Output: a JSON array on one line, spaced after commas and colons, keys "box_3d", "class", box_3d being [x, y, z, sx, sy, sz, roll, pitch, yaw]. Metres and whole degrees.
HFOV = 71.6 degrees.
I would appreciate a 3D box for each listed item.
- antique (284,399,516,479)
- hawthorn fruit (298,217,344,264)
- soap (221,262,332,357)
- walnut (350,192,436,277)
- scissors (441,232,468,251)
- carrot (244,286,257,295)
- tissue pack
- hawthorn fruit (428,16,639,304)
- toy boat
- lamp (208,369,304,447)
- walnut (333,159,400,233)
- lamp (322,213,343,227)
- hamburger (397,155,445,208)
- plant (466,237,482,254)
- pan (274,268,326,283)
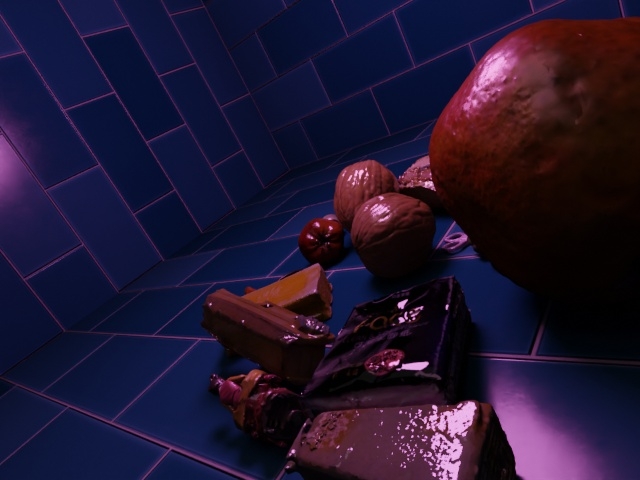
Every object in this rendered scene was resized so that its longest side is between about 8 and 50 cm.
[{"box_3d": [0.086, 0.296, 0.575, 0.284, 0.125, 0.150, -14, 22, 36], "class": "antique"}, {"box_3d": [0.000, 0.000, 1.496, 0.163, 0.162, 0.203, -29, 7, -4], "class": "hawthorn fruit"}, {"box_3d": [-0.124, 0.189, 1.231, 0.315, 0.091, 0.199, -24, 20, 12], "class": "soap"}, {"box_3d": [0.193, -0.017, 1.157, 0.228, 0.228, 0.228, -25, 18, 9], "class": "walnut"}, {"box_3d": [0.403, -0.009, 1.135, 0.189, 0.015, 0.100, -16, 19, 30], "class": "scissors"}, {"box_3d": [-0.218, 0.182, 1.450, 0.057, 0.057, 0.224, -34, 16, -18], "class": "carrot"}, {"box_3d": [0.124, 0.187, 0.771, 0.245, 0.123, 0.332, -16, 12, 27], "class": "tissue pack"}, {"box_3d": [0.419, -0.110, 0.745, 0.472, 0.471, 0.471, -25, 18, 9], "class": "hawthorn fruit"}, {"box_3d": [-0.128, 0.194, 1.011, 0.162, 0.135, 0.446, -5, 12, -43], "class": "toy boat"}, {"box_3d": [-0.131, 0.315, 0.871, 0.118, 0.118, 0.253, -40, 18, -33], "class": "lamp"}, {"box_3d": [0.150, -0.133, 1.461, 0.225, 0.225, 0.260, -7, 69, 48], "class": "walnut"}, {"box_3d": [0.035, -0.049, 1.681, 0.091, 0.091, 0.163, -31, 2, -9], "class": "lamp"}, {"box_3d": [0.374, -0.176, 1.406, 0.282, 0.245, 0.155, 30, 79, 24], "class": "hamburger"}, {"box_3d": [0.392, 0.011, 1.000, 0.087, 0.085, 0.174, -55, 13, 3], "class": "plant"}, {"box_3d": [-0.063, 0.130, 1.395, 0.235, 0.028, 0.136, -13, 24, 46], "class": "pan"}]
